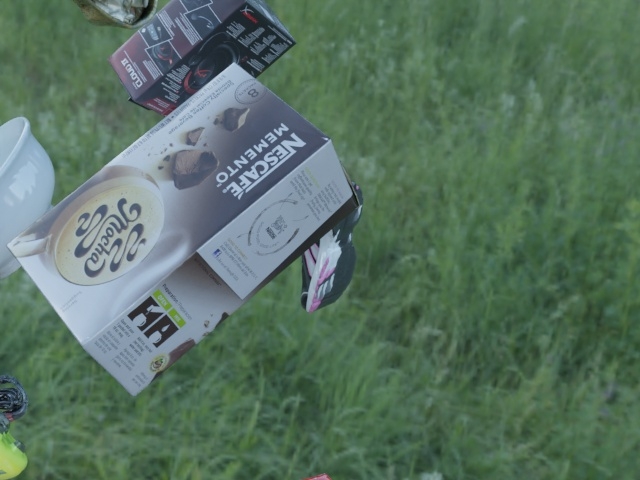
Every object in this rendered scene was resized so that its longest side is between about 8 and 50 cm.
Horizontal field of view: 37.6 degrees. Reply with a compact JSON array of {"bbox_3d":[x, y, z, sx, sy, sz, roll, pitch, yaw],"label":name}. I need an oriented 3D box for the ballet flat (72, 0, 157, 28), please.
[{"bbox_3d":[-0.273,-0.338,1.155,0.123,0.123,0.348,9,-1,3],"label":"ballet flat"}]

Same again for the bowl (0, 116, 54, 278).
[{"bbox_3d":[-0.500,-0.036,1.429,0.134,0.298,0.298,43,-2,-29],"label":"bowl"}]

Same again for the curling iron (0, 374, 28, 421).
[{"bbox_3d":[-0.516,0.258,1.283,0.274,0.068,0.035,-27,-19,10],"label":"curling iron"}]

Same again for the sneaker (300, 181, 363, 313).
[{"bbox_3d":[0.000,0.000,1.166,0.077,0.178,0.072,28,24,35],"label":"sneaker"}]

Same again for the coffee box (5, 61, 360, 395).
[{"bbox_3d":[-0.132,-0.016,0.934,0.297,0.119,0.168,-40,54,-10],"label":"coffee box"}]

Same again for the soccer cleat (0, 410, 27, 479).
[{"bbox_3d":[-0.383,0.166,0.829,0.093,0.121,0.289,33,-8,39],"label":"soccer cleat"}]

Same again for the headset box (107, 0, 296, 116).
[{"bbox_3d":[-0.220,-0.331,1.691,0.110,0.293,0.218,56,14,19],"label":"headset box"}]

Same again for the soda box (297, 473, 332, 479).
[{"bbox_3d":[-0.088,0.361,1.126,0.263,0.083,0.092,-5,20,-28],"label":"soda box"}]
